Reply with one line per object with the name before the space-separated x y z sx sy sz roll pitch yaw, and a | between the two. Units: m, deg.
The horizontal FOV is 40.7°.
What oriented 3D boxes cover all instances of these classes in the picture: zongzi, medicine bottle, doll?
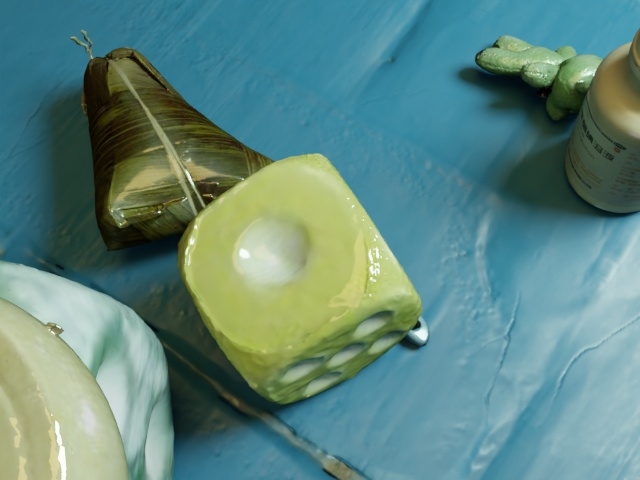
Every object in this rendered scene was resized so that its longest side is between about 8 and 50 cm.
zongzi | -0.129 -0.119 0.928 0.241 0.111 0.247 -10 62 -11
medicine bottle | 0.305 -0.124 0.802 0.114 0.252 0.114 -1 67 3
doll | 0.246 -0.180 0.940 0.150 0.077 0.115 30 34 27

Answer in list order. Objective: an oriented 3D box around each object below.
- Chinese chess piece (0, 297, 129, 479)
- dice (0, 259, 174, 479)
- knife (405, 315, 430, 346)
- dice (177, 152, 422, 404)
Chinese chess piece | -0.236 0.148 0.458 0.274 0.102 0.273 -2 67 4
dice | -0.313 0.211 0.673 0.331 0.328 0.348 2 67 6
knife | 0.000 0.000 0.906 0.313 0.019 0.044 41 72 20
dice | -0.018 0.038 0.795 0.169 0.169 0.166 -32 67 2
